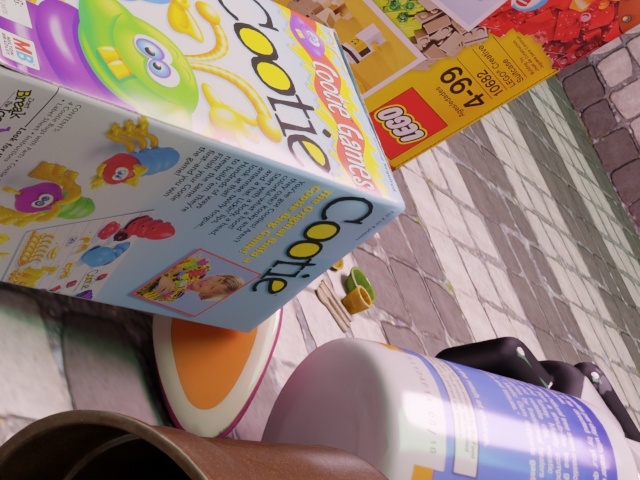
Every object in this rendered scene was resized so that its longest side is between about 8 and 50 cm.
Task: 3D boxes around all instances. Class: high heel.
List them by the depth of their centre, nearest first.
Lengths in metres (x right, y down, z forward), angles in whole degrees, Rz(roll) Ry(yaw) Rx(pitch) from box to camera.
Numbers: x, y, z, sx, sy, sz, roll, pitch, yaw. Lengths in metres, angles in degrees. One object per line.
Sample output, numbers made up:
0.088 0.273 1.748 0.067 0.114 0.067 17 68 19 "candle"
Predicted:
-0.072 0.040 0.901 0.117 0.082 0.244 102 -14 -56 "high heel"

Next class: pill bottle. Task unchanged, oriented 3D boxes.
0.108 0.164 0.872 0.272 0.152 0.152 18 40 -30 "pill bottle"

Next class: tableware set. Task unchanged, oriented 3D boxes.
0.000 0.000 1.162 0.154 0.024 0.104 56 19 -8 "tableware set"

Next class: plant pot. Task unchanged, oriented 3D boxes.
-0.046 0.155 0.583 0.165 0.167 0.167 8 53 -56 "plant pot"

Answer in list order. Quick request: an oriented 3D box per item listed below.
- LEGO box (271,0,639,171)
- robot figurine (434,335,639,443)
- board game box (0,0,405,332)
0.021 -0.318 1.154 0.500 0.372 0.193 41 27 -41 "LEGO box"
0.178 0.210 1.079 0.278 0.209 0.173 53 2 -14 "robot figurine"
-0.111 -0.064 0.726 0.275 0.144 0.142 17 44 -45 "board game box"
